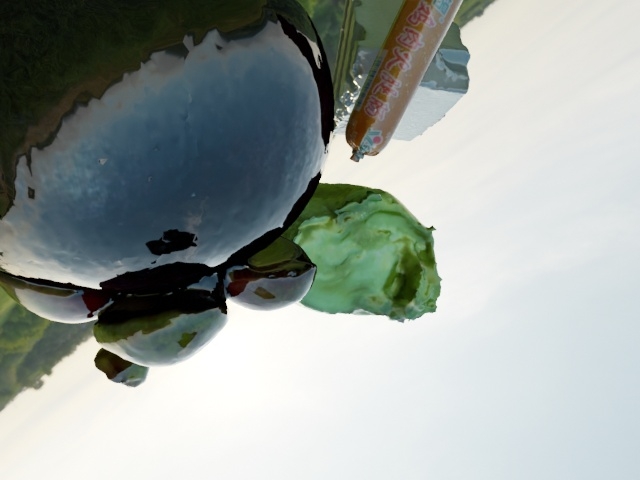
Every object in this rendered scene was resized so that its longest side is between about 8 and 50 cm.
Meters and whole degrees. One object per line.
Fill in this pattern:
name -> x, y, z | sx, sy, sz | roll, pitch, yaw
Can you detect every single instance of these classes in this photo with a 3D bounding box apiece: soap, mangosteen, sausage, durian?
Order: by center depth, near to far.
mangosteen -> -0.166, -0.073, 0.470 | 0.381, 0.436, 0.382 | -14, -174, 1
sausage -> 0.110, -0.235, 0.472 | 0.053, 0.053, 0.348 | -85, -159, -77
soap -> 0.111, -0.306, 0.685 | 0.258, 0.158, 0.303 | 143, -45, -83
durian -> 0.000, 0.000, 0.757 | 0.339, 0.255, 0.205 | 29, -71, 49
